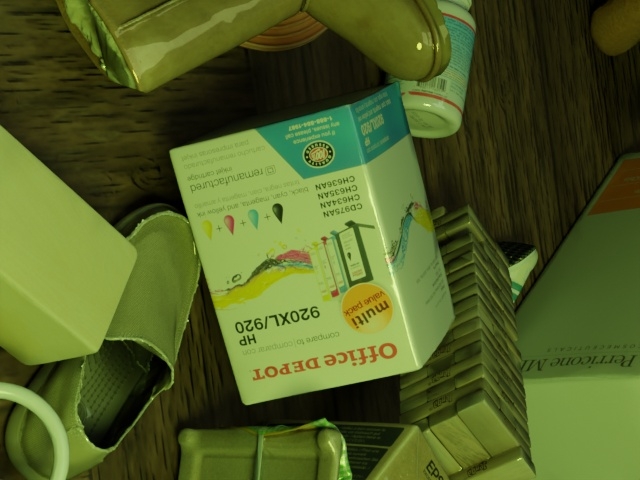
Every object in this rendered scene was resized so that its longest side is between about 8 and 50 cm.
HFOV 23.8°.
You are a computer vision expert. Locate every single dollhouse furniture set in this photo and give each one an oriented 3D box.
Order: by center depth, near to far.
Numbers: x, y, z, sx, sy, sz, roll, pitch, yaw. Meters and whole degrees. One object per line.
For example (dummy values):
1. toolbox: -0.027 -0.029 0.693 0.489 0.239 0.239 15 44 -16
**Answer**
1. dollhouse furniture set: -0.027 0.310 1.279 0.151 0.197 0.301 19 72 -44

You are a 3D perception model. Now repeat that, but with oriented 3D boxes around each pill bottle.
1. pill bottle: 0.115 -0.194 1.579 0.087 0.087 0.160 28 66 -43

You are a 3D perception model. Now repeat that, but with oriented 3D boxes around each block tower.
1. block tower: 0.133 0.097 1.452 0.097 0.091 0.335 51 23 -30

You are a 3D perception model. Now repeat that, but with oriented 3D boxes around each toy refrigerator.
1. toy refrigerator: -0.269 -0.024 1.134 0.269 0.094 0.102 45 47 -35

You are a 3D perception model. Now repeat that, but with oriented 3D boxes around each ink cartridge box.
1. ink cartridge box: 0.000 0.000 1.330 0.168 0.171 0.232 -39 115 -70
2. ink cartridge box: 0.046 0.274 1.364 0.088 0.193 0.234 -49 121 -36

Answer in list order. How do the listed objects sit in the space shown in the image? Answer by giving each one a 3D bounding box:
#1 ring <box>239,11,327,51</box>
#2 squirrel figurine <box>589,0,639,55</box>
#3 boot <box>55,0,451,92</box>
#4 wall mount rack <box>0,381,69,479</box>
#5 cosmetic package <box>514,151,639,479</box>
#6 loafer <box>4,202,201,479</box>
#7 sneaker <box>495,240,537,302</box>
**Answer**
1. ring: -0.074 -0.344 1.432 0.336 0.032 0.336 9 78 -47
2. squirrel figurine: 0.475 -0.358 1.784 0.281 0.397 0.370 -37 99 -33
3. boot: -0.055 -0.184 1.294 0.269 0.089 0.236 -29 68 -30
4. wall mount rack: -0.220 0.272 1.030 0.304 0.130 0.350 21 73 -8
5. cosmetic package: 0.385 0.073 1.741 0.453 0.230 0.161 -51 121 -39
6. loafer: -0.156 0.083 1.242 0.102 0.092 0.268 45 54 -35
7. sneaker: 0.187 0.061 1.662 0.161 0.057 0.075 -39 130 -45
